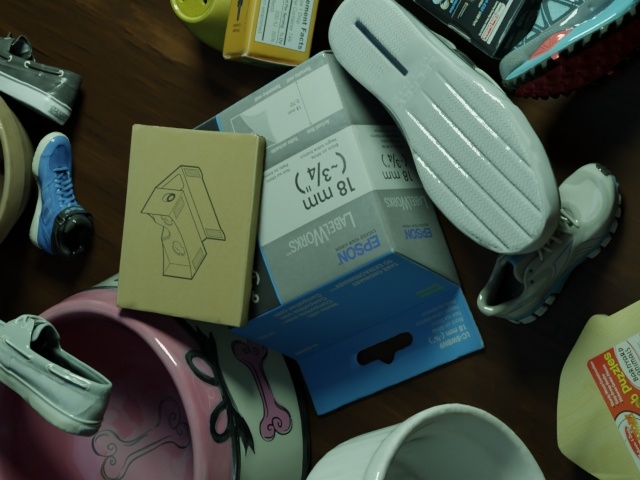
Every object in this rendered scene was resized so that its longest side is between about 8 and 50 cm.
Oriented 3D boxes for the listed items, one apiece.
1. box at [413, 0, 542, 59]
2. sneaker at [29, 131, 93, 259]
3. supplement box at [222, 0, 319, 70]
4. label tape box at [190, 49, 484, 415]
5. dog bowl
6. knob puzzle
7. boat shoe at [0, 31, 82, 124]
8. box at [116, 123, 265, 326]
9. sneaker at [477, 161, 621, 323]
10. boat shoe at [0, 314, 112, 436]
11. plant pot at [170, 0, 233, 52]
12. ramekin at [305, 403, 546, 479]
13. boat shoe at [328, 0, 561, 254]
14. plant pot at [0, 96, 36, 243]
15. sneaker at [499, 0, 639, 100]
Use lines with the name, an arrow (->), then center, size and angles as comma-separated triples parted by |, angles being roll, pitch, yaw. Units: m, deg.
box -> 0.171, -0.315, 1.543 | 0.175, 0.051, 0.220 | 40, 115, 27
sneaker -> -0.309, -0.051, 1.904 | 0.085, 0.058, 0.152 | 24, 111, 39
supplement box -> -0.040, -0.299, 1.649 | 0.078, 0.080, 0.233 | -168, 90, -68
label tape box -> 0.000, 0.000, 1.655 | 0.241, 0.106, 0.333 | -27, 77, 35
dog bowl -> -0.216, 0.230, 1.800 | 0.408, 0.150, 0.407 | 3, 95, 36
knob puzzle -> 0.308, 0.156, 1.485 | 0.213, 0.030, 0.213 | 3, 95, 35
boat shoe -> -0.382, -0.218, 1.944 | 0.228, 0.080, 0.076 | 28, 86, 36
box -> -0.140, -0.018, 1.658 | 0.164, 0.021, 0.201 | 7, 93, 30
sneaker -> 0.218, 0.007, 1.511 | 0.071, 0.083, 0.190 | 43, 115, 28
boat shoe -> -0.316, 0.126, 1.735 | 0.227, 0.079, 0.081 | 34, 103, 25
plant pot -> -0.111, -0.270, 1.724 | 0.134, 0.095, 0.134 | 3, 95, 36
ramekin -> 0.098, 0.304, 1.506 | 0.135, 0.277, 0.277 | -18, 82, 44
boat shoe -> 0.141, -0.123, 1.535 | 0.121, 0.119, 0.335 | -46, 60, 25
plant pot -> -0.433, -0.090, 1.963 | 0.237, 0.110, 0.237 | 2, 94, 37
sneaker -> 0.266, -0.238, 1.465 | 0.262, 0.104, 0.125 | -39, 59, 23
